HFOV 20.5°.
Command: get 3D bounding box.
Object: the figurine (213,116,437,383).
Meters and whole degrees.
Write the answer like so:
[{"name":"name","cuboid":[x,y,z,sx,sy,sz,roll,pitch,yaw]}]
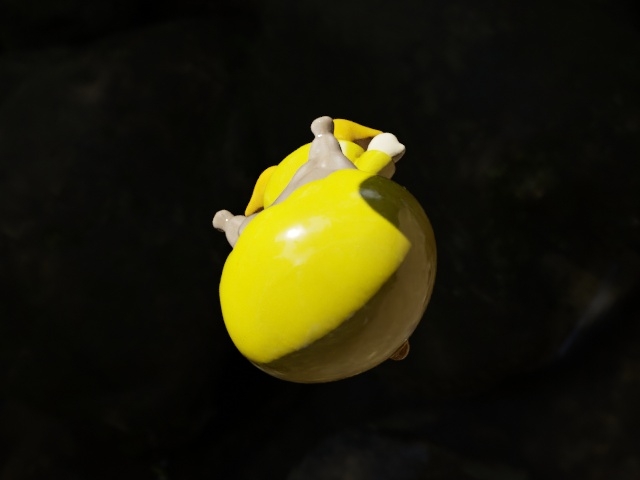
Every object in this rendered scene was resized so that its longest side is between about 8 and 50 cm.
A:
[{"name":"figurine","cuboid":[0.000,0.000,1.680,0.215,0.187,0.343,-53,19,17]}]
